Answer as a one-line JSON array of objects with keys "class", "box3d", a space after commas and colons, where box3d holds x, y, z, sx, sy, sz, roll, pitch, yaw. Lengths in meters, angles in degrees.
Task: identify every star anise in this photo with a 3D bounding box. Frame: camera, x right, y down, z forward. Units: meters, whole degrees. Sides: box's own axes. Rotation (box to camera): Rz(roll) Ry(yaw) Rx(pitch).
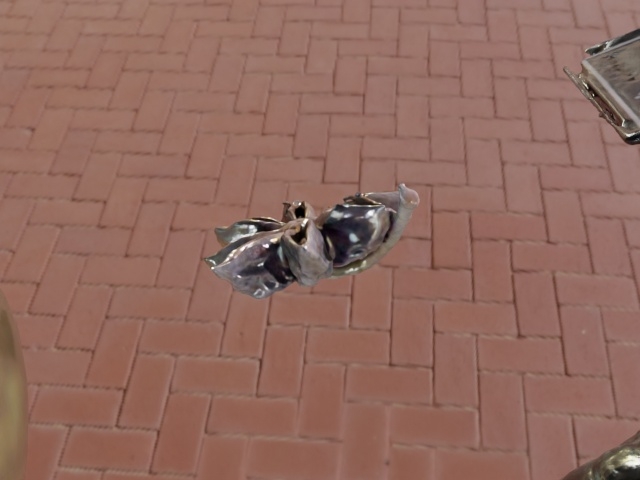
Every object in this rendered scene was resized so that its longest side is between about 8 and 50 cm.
[{"class": "star anise", "box3d": [-0.001, 0.000, 0.781, 0.262, 0.081, 0.230, -7, 7, 44]}]

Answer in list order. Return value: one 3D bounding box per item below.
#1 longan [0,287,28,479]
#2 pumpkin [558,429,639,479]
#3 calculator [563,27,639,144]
[{"class": "longan", "box3d": [-0.287, 0.058, 0.318, 0.350, 0.288, 0.288, 33, 55, 2]}, {"class": "pumpkin", "box3d": [0.366, 0.288, 0.795, 0.315, 0.315, 0.238, -25, 61, -19]}, {"class": "calculator", "box3d": [0.270, -0.122, 0.419, 0.274, 0.028, 0.165, -22, 24, 13]}]
